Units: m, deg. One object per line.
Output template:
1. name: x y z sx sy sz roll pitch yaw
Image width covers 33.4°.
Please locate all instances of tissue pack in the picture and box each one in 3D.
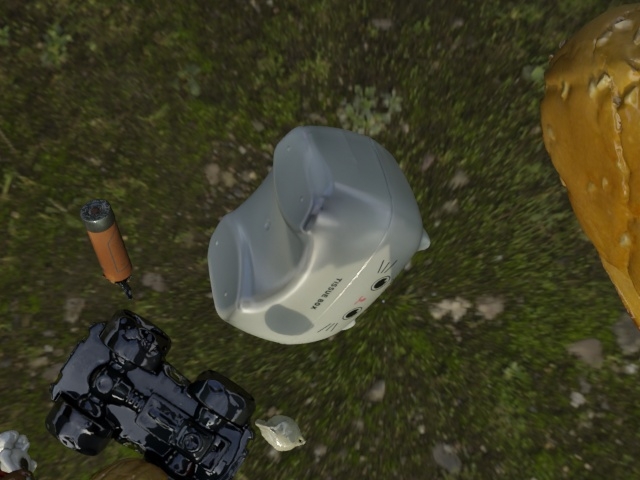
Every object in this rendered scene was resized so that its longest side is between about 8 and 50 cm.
1. tissue pack: 0.000 0.000 1.628 0.333 0.236 0.229 -49 40 34

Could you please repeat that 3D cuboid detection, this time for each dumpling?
1. dumpling: -0.062 0.278 1.537 0.057 0.076 0.052 -15 87 44

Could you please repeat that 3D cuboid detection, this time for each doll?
1. doll: -0.216 0.169 0.765 0.040 0.058 0.085 -44 59 6

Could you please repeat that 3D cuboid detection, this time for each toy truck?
1. toy truck: -0.177 0.179 1.166 0.224 0.165 0.147 32 88 3

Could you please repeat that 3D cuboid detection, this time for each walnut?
1. walnut: -0.186 0.262 0.990 0.105 0.105 0.124 42 64 5

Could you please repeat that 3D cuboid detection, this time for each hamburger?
1. hamburger: 0.237 -0.015 0.540 0.155 0.282 0.245 -24 124 -15

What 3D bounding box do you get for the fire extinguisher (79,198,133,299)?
1. fire extinguisher: -0.147 0.008 0.750 0.022 0.083 0.028 -25 49 -15
